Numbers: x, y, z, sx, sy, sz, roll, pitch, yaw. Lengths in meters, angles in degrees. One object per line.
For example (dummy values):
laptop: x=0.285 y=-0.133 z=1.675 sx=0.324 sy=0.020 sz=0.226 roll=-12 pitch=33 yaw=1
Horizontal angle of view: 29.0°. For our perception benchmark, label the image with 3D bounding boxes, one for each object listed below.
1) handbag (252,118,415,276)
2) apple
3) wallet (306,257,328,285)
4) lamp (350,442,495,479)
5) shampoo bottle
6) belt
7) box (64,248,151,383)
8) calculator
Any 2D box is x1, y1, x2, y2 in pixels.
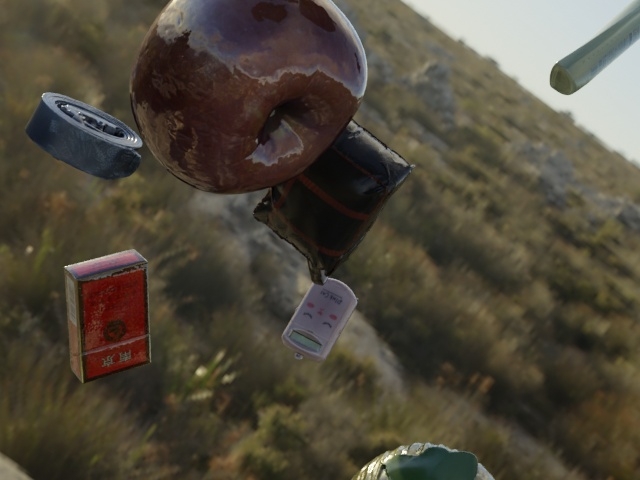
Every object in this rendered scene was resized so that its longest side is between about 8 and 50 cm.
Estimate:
handbag: x=0.013 y=-0.077 z=1.821 sx=0.169 sy=0.215 sz=0.155 roll=38 pitch=37 yaw=6
apple: x=-0.095 y=-0.205 z=1.559 sx=0.305 sy=0.306 sz=0.235 roll=21 pitch=28 yaw=-55
wallet: x=0.000 y=0.000 z=2.067 sx=0.153 sy=0.038 sz=0.118 roll=-50 pitch=131 yaw=-67
lamp: x=0.104 y=0.371 z=1.540 sx=0.284 sy=0.250 sz=0.250 roll=3 pitch=3 yaw=15
shampoo bottle: x=0.413 y=-0.284 z=1.766 sx=0.049 sy=0.212 sz=0.072 roll=41 pitch=-24 yaw=24
belt: x=-0.389 y=-0.168 z=2.047 sx=0.190 sy=0.082 sz=0.141 roll=23 pitch=20 yaw=-30
box: x=-0.416 y=0.149 z=2.428 sx=0.153 sy=0.240 sz=0.074 roll=-18 pitch=34 yaw=-33
calculator: x=-0.003 y=0.155 z=2.384 sx=0.100 sy=0.175 sz=0.032 roll=26 pitch=-15 yaw=17
